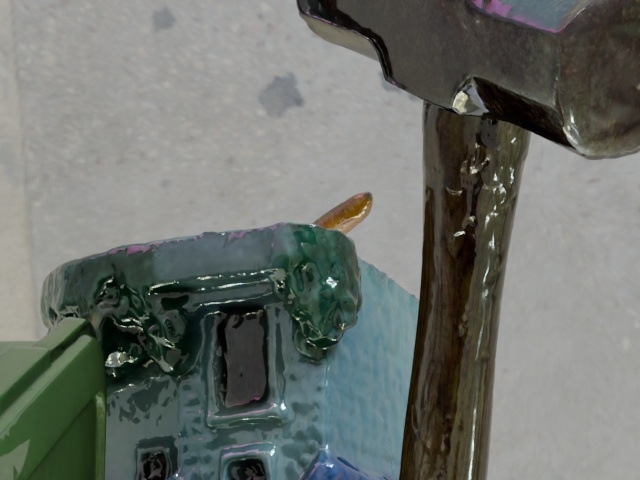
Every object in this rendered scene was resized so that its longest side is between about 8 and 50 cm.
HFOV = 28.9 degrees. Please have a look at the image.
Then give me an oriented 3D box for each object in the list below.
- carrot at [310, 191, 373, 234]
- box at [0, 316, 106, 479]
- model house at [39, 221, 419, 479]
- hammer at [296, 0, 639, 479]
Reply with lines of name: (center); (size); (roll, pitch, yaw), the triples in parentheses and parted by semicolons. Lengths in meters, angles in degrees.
carrot: (0.000, 0.000, 1.136); (0.037, 0.190, 0.037); (11, 61, -20)
box: (-0.222, 0.181, 0.624); (0.178, 0.328, 0.252); (6, 99, 1)
model house: (-0.076, 0.185, 0.938); (0.295, 0.252, 0.329); (-7, 74, 24)
hammer: (0.083, 0.018, 0.722); (0.095, 0.242, 0.408); (-13, 118, -29)
